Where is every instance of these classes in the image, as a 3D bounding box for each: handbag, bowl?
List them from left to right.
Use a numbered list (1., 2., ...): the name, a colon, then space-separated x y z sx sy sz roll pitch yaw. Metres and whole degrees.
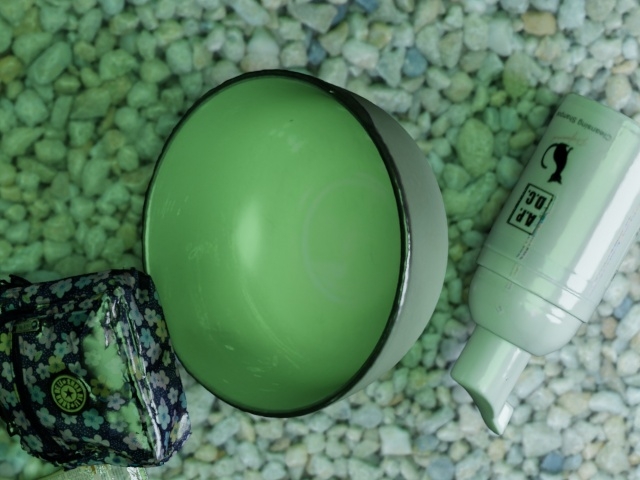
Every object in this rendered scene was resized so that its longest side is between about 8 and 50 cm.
1. handbag: -0.255 0.138 1.881 0.207 0.127 0.229 -10 103 27
2. bowl: 0.000 0.000 1.871 0.185 0.353 0.354 -4 99 -52

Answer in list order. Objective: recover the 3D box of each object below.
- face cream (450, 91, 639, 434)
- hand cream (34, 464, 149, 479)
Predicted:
1. face cream: 0.246 0.032 1.964 0.145 0.145 0.370 29 89 -10
2. hand cream: -0.263 0.266 1.970 0.143 0.039 0.061 -18 90 -15
